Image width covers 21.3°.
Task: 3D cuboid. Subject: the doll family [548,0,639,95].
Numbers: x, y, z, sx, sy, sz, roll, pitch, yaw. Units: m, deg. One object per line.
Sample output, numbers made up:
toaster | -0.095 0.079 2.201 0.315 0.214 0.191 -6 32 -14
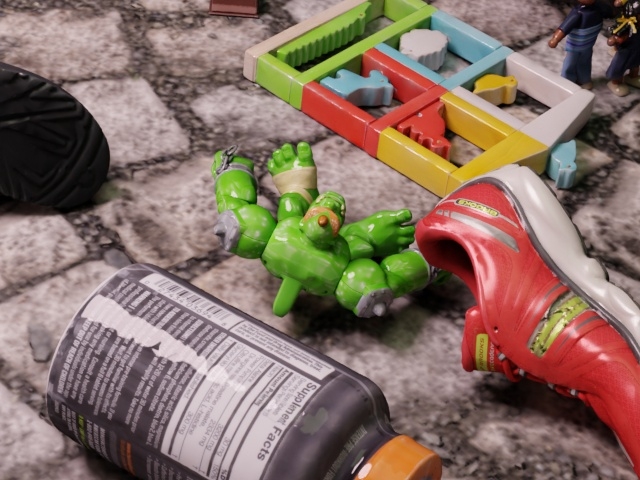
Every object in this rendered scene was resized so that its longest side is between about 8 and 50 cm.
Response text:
doll family | 0.279 -0.202 1.544 0.076 0.111 0.193 29 45 24

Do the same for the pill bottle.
pill bottle | -0.045 0.121 1.098 0.246 0.130 0.130 27 44 22

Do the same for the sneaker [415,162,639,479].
sneaker | 0.160 0.075 1.213 0.118 0.107 0.279 -28 58 -9

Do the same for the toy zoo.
toy zoo | 0.103 -0.125 1.490 0.293 0.030 0.192 34 47 29

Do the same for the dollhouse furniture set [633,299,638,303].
dollhouse furniture set | 0.267 0.050 1.325 0.081 0.091 0.114 -27 7 21

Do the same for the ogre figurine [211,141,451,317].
ogre figurine | 0.000 0.000 1.282 0.197 0.097 0.118 43 28 -8

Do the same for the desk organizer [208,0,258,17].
desk organizer | -0.079 -0.269 1.617 0.047 0.050 0.130 4 40 -4

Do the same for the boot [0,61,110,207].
boot | -0.297 -0.130 1.374 0.246 0.094 0.207 25 10 -26
